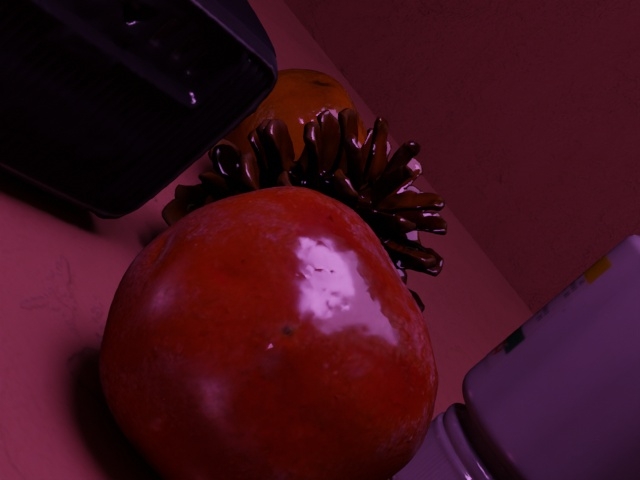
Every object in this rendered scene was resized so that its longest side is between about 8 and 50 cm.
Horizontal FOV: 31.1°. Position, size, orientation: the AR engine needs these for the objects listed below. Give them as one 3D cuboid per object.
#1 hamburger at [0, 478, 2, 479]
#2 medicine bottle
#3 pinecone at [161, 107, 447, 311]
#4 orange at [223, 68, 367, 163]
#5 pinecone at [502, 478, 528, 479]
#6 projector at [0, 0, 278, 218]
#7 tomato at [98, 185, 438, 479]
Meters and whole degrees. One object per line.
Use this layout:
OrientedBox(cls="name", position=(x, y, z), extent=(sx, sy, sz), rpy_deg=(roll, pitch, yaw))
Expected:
OrientedBox(cls="hamburger", position=(-0.143, 0.140, 0.362), extent=(0.185, 0.159, 0.131), rpy_deg=(29, 9, 4))
OrientedBox(cls="medicine bottle", position=(0.247, 0.176, 1.122), extent=(0.208, 0.339, 0.208), rpy_deg=(45, 13, -14))
OrientedBox(cls="pinecone", position=(-0.005, -0.003, 1.056), extent=(0.264, 0.264, 0.264), rpy_deg=(45, 13, -13))
OrientedBox(cls="orange", position=(-0.022, -0.082, 1.379), extent=(0.249, 0.183, 0.249), rpy_deg=(-24, 90, -84))
OrientedBox(cls="pinecone", position=(0.179, 0.289, 0.953), extent=(0.163, 0.163, 0.165), rpy_deg=(45, -2, -12))
OrientedBox(cls="projector", position=(-0.277, -0.258, 0.922), extent=(0.395, 0.242, 0.405), rpy_deg=(33, 21, -55))
OrientedBox(cls="tomato", position=(-0.035, 0.074, 0.768), extent=(0.232, 0.232, 0.188), rpy_deg=(50, -25, 9))
